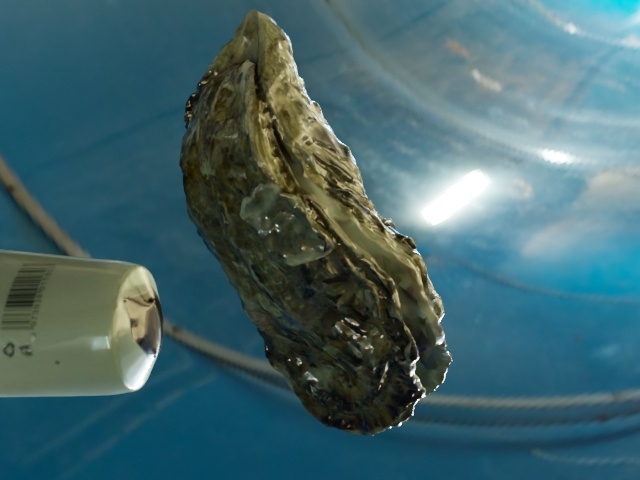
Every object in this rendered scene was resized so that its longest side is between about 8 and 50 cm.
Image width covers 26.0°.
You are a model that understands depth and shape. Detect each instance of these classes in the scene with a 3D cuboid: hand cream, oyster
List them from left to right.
[{"bbox_3d":[-0.242,0.041,0.778,0.067,0.320,0.109,71,-155,-59],"label":"hand cream"},{"bbox_3d":[-0.005,-0.003,1.057,0.158,0.162,0.351,-61,-47,-63],"label":"oyster"}]
